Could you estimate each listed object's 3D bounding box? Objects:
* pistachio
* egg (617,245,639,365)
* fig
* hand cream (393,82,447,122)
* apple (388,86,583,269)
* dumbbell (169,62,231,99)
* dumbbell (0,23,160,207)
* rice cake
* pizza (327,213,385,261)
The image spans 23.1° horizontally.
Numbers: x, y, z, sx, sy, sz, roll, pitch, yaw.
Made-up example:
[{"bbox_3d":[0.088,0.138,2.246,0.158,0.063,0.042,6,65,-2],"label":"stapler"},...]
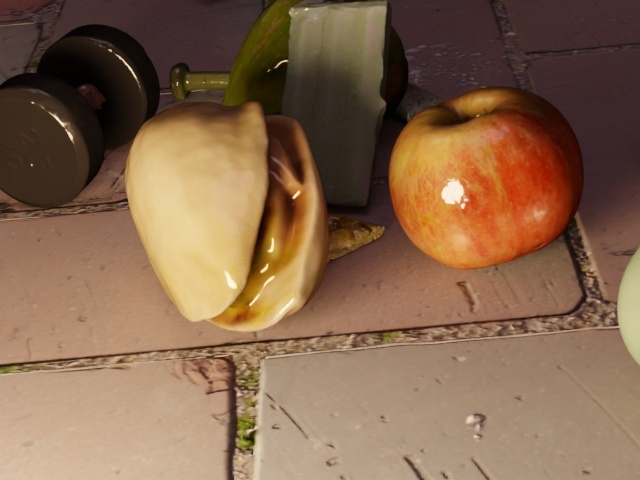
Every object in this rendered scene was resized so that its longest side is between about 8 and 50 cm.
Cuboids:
[{"bbox_3d":[-0.096,-0.027,1.564,0.193,0.214,0.318,24,25,-26],"label":"pistachio"},{"bbox_3d":[0.358,0.046,1.336,0.231,0.168,0.168,-16,29,-28],"label":"egg"},{"bbox_3d":[-0.039,-0.185,1.874,0.275,0.206,0.206,-34,32,-4],"label":"fig"},{"bbox_3d":[0.078,-0.194,1.980,0.067,0.042,0.194,-24,37,-31],"label":"hand cream"},{"bbox_3d":[0.168,-0.063,1.591,0.209,0.164,0.209,-15,21,6],"label":"apple"},{"bbox_3d":[-0.137,-0.208,2.044,0.118,0.046,0.052,1,23,13],"label":"dumbbell"},{"bbox_3d":[-0.297,-0.151,1.856,0.152,0.152,0.218,4,30,19],"label":"dumbbell"},{"bbox_3d":[0.015,-0.154,1.749,0.127,0.237,0.043,3,-7,15],"label":"rice cake"},{"bbox_3d":[0.000,0.000,1.648,0.123,0.026,0.108,3,32,16],"label":"pizza"}]
